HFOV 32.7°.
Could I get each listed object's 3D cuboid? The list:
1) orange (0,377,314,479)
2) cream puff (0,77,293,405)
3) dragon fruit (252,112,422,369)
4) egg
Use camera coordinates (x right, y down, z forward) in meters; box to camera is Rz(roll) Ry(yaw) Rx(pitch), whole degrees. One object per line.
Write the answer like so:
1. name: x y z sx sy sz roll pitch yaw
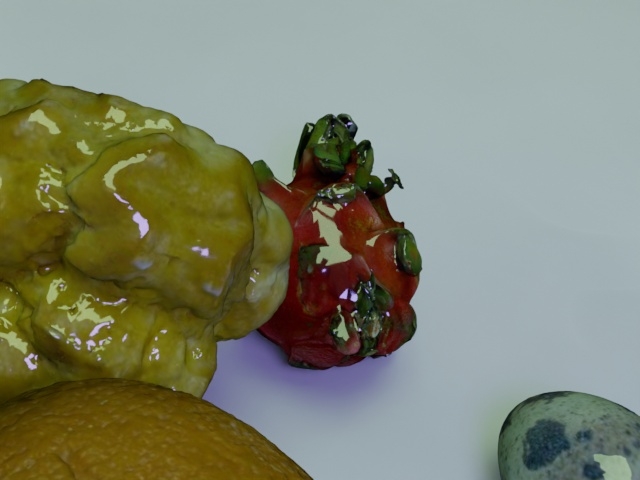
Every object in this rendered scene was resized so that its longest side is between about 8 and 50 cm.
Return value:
1. orange: -0.125 0.251 0.649 0.322 0.322 0.357 -25 56 -34
2. cream puff: -0.189 0.048 0.862 0.291 0.324 0.257 27 65 -25
3. dragon fruit: 0.015 -0.006 1.045 0.198 0.200 0.269 29 72 -36
4. egg: 0.222 0.200 0.916 0.141 0.141 0.181 -16 39 -27
